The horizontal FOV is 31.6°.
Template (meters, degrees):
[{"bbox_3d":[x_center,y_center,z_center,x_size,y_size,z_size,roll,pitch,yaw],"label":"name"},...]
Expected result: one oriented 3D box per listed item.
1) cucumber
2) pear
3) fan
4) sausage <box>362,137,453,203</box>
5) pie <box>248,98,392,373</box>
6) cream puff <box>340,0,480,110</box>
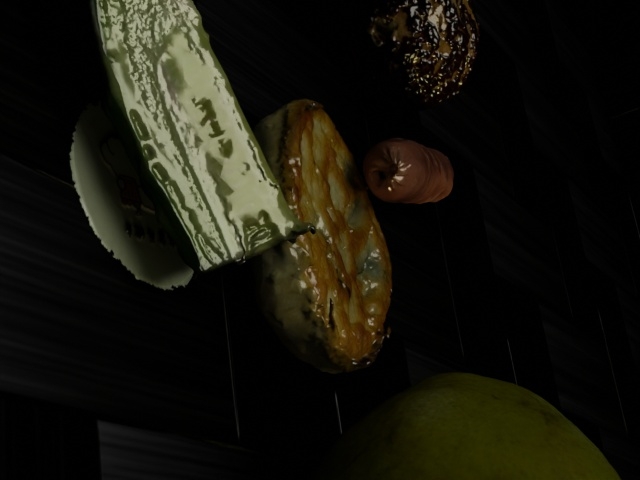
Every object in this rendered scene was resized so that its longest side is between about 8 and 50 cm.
[{"bbox_3d":[-0.137,-0.123,1.032,0.145,0.105,0.325,-27,96,-31],"label":"cucumber"},{"bbox_3d":[0.138,0.318,1.033,0.352,0.352,0.413,51,41,-34],"label":"pear"},{"bbox_3d":[-0.177,-0.112,1.065,0.191,0.009,0.329,17,57,-58],"label":"fan"},{"bbox_3d":[0.119,-0.090,1.483,0.433,0.088,0.088,-5,76,-77],"label":"sausage"},{"bbox_3d":[0.000,0.000,1.250,0.315,0.092,0.315,50,31,-46],"label":"pie"},{"bbox_3d":[0.138,-0.310,1.641,0.239,0.165,0.239,42,40,-48],"label":"cream puff"}]
